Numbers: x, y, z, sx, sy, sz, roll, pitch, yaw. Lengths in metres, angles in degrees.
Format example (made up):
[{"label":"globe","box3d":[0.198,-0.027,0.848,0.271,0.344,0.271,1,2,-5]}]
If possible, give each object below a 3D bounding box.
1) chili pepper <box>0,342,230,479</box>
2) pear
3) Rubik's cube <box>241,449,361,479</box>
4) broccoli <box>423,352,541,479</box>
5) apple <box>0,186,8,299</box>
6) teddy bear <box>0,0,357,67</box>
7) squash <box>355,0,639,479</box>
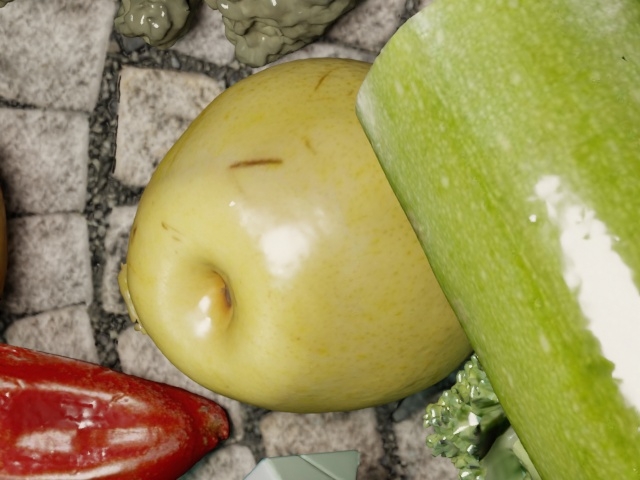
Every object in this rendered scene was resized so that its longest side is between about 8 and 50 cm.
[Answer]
[{"label":"chili pepper","box3d":[-0.209,0.179,1.560,0.253,0.144,0.136,7,109,-7]},{"label":"pear","box3d":[0.000,0.000,1.393,0.309,0.309,0.309,2,96,21]},{"label":"Rubik's cube","box3d":[-0.014,0.318,1.454,0.213,0.265,0.224,-47,60,27]},{"label":"broccoli","box3d":[0.198,0.197,1.360,0.249,0.302,0.375,37,118,47]},{"label":"apple","box3d":[-0.411,-0.003,1.587,0.242,0.242,0.241,6,92,21]},{"label":"teddy bear","box3d":[-0.105,-0.312,1.461,0.368,0.224,0.357,31,120,14]},{"label":"squash","box3d":[0.215,0.013,1.127,0.263,0.263,0.384,-34,67,21]}]
